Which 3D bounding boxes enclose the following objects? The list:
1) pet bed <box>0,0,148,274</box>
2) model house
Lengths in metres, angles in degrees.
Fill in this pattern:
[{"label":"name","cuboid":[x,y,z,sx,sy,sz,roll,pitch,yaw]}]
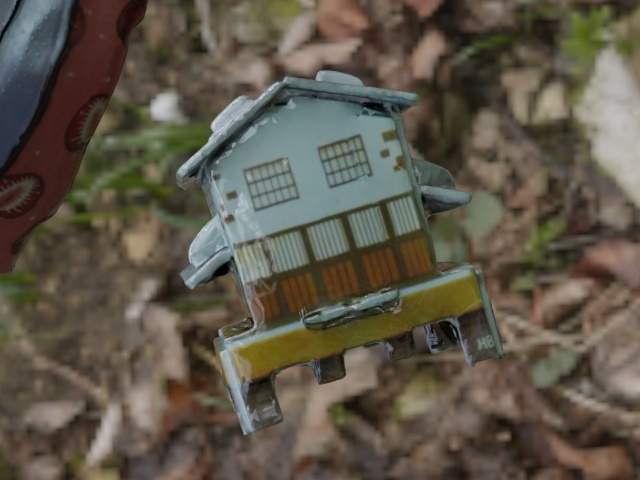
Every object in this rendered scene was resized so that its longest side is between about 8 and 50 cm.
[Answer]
[{"label":"pet bed","cuboid":[-0.122,-0.084,0.676,0.201,0.053,0.201,-25,57,46]},{"label":"model house","cuboid":[0.000,0.000,1.306,0.224,0.198,0.215,180,75,-87]}]
